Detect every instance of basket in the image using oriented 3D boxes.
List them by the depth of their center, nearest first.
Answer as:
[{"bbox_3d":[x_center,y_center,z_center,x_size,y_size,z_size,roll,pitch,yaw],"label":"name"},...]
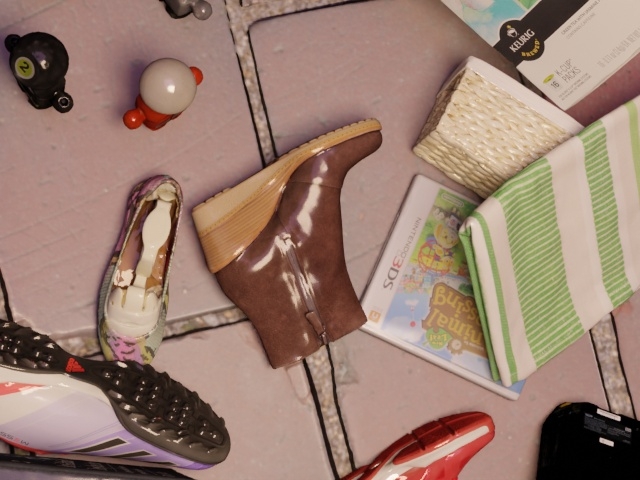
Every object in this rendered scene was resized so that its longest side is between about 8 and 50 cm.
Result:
[{"bbox_3d":[0.200,-0.112,1.499,0.167,0.113,0.103,33,74,-4],"label":"basket"}]

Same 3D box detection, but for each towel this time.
[{"bbox_3d":[0.301,-0.008,1.472,0.325,0.038,0.248,-31,125,-20],"label":"towel"}]

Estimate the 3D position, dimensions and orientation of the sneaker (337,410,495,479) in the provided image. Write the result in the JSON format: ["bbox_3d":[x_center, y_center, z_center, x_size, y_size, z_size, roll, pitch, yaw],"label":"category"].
[{"bbox_3d":[0.113,0.287,1.462,0.221,0.087,0.128,-28,98,-1],"label":"sneaker"}]

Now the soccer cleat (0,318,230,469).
[{"bbox_3d":[-0.252,0.182,1.386,0.318,0.108,0.116,21,115,-8],"label":"soccer cleat"}]

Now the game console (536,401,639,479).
[{"bbox_3d":[0.404,0.328,1.495,0.361,0.044,0.213,21,58,-12],"label":"game console"}]

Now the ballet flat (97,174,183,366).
[{"bbox_3d":[-0.192,0.033,1.423,0.077,0.079,0.221,13,81,-11],"label":"ballet flat"}]

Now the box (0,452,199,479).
[{"bbox_3d":[-0.327,0.307,1.252,0.396,0.293,0.212,7,81,-11],"label":"box"}]

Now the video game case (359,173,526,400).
[{"bbox_3d":[0.167,0.054,1.521,0.212,0.023,0.193,25,79,-7],"label":"video game case"}]

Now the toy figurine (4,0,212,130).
[{"bbox_3d":[-0.222,-0.230,1.415,0.213,0.148,0.209,12,81,-9],"label":"toy figurine"}]

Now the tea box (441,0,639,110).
[{"bbox_3d":[0.275,-0.389,1.453,0.323,0.220,0.329,40,57,-4],"label":"tea box"}]

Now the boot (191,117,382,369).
[{"bbox_3d":[0.000,0.000,1.471,0.248,0.090,0.207,-31,95,-10],"label":"boot"}]
